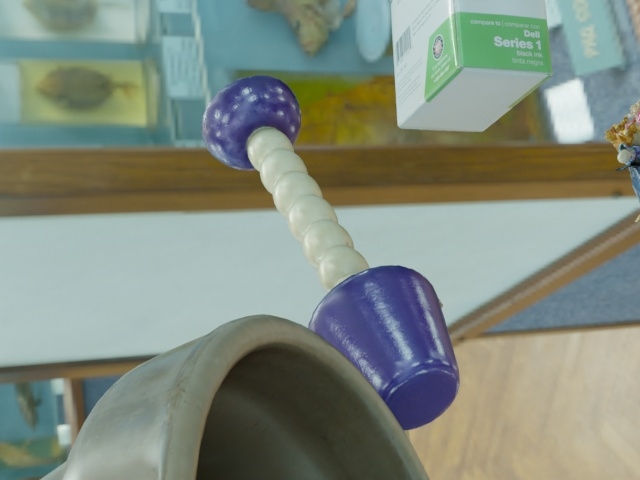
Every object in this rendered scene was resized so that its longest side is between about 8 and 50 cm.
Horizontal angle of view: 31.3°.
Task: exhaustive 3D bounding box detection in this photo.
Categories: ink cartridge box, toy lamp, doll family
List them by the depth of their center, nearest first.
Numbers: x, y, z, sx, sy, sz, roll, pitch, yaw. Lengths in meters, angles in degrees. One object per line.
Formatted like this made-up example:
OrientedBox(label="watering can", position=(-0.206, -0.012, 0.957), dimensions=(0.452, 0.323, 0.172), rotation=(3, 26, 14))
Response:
OrientedBox(label="toy lamp", position=(0.000, 0.000, 0.676), dimensions=(0.274, 0.080, 0.080), rotation=(-124, 38, -46))
OrientedBox(label="ink cartridge box", position=(0.128, -0.227, 1.034), dimensions=(0.160, 0.093, 0.219), rotation=(140, 129, -70))
OrientedBox(label="doll family", position=(0.362, -0.050, 1.182), dimensions=(0.118, 0.263, 0.163), rotation=(-36, 47, 28))

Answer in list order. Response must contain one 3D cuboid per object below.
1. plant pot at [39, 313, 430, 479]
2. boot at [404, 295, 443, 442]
OrientedBox(label="plant pot", position=(-0.077, 0.189, 0.467), dimensions=(0.229, 0.263, 0.263), rotation=(-21, 66, 20))
OrientedBox(label="boot", position=(0.071, 0.179, 0.819), dimensions=(0.262, 0.203, 0.095), rotation=(-59, -6, -7))
